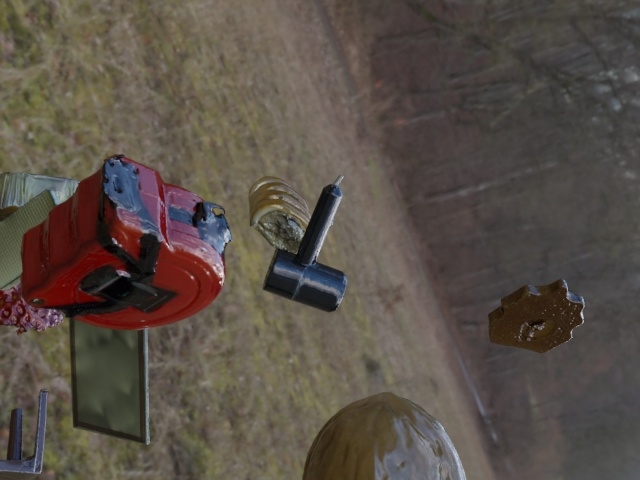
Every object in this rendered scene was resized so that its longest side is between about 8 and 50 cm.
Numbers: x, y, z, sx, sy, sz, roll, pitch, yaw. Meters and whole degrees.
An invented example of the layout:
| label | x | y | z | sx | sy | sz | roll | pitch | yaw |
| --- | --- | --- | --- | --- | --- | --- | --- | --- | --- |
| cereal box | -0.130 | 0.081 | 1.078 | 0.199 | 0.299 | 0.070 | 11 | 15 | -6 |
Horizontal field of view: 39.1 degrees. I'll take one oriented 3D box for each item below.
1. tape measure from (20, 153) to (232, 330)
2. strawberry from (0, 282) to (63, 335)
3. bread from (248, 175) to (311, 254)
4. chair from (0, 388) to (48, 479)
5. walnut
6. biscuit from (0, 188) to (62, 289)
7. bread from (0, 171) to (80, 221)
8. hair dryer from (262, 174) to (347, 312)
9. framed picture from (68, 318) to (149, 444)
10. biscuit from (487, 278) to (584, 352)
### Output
| label | x | y | z | sx | sy | sz | roll | pitch | yaw |
| --- | --- | --- | --- | --- | --- | --- | --- | --- | --- |
| tape measure | -0.241 | 0.019 | 1.168 | 0.260 | 0.253 | 0.114 | 24 | 44 | -41 |
| strawberry | -0.711 | 0.111 | 2.104 | 0.234 | 0.233 | 0.178 | -27 | 127 | -84 |
| bread | -0.069 | -0.047 | 1.560 | 0.119 | 0.084 | 0.177 | 39 | 16 | -26 |
| chair | -0.614 | 0.447 | 1.655 | 0.183 | 0.175 | 0.327 | 11 | 63 | -36 |
| walnut | 0.108 | 0.431 | 1.584 | 0.333 | 0.332 | 0.333 | -20 | 90 | -84 |
| biscuit | -0.563 | 0.000 | 1.736 | 0.121 | 0.199 | 0.040 | 64 | 18 | 12 |
| bread | -0.692 | -0.094 | 2.165 | 0.209 | 0.192 | 0.110 | 6 | 79 | -45 |
| hair dryer | 0.000 | 0.000 | 1.409 | 0.071 | 0.124 | 0.219 | -96 | -156 | -71 |
| framed picture | -0.364 | 0.226 | 1.543 | 0.010 | 0.173 | 0.231 | -16 | 110 | -60 |
| biscuit | 0.435 | 0.145 | 1.795 | 0.215 | 0.182 | 0.034 | 114 | -17 | -45 |
